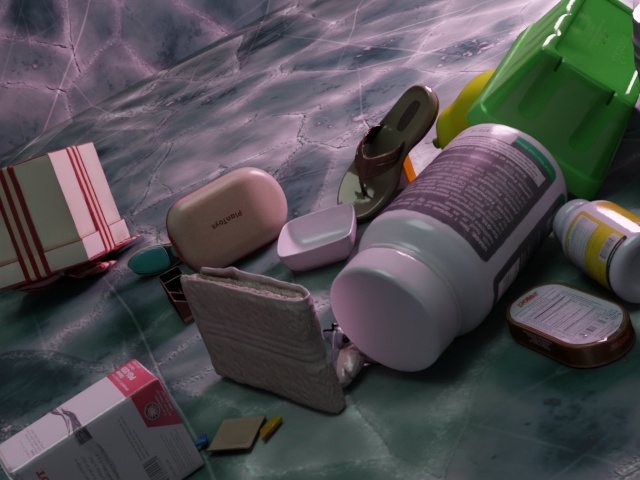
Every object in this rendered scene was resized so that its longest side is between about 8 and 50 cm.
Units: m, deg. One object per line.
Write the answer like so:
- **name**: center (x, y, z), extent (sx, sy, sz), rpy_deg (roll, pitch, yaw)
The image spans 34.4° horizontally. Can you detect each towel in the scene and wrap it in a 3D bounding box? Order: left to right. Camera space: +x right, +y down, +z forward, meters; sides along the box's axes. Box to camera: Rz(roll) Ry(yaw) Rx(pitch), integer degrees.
- **towel**: center (-0.083, 0.133, 1.450), extent (0.049, 0.187, 0.282), rpy_deg (-35, 29, -32)

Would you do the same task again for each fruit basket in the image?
- **fruit basket**: center (0.372, -0.218, 1.755), extent (0.392, 0.283, 0.392), rpy_deg (-56, -3, -5)

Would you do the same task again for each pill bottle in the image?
- **pill bottle**: center (0.183, 0.006, 1.453), extent (0.204, 0.204, 0.361), rpy_deg (2, 35, 42)
- **pill bottle**: center (0.391, 0.006, 1.396), extent (0.103, 0.103, 0.184), rpy_deg (-26, 26, -7)

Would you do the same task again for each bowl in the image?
- **bowl**: center (0.000, 0.000, 1.791), extent (0.142, 0.053, 0.142), rpy_deg (-17, 27, 13)

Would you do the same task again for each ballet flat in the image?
- **ballet flat**: center (-0.289, 0.027, 1.999), extent (0.168, 0.057, 0.052), rpy_deg (-19, -2, 0)

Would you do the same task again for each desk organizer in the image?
- **desk organizer**: center (-0.243, 0.094, 1.814), extent (0.047, 0.050, 0.130), rpy_deg (-29, 26, -11)

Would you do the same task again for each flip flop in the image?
- **flip flop**: center (0.111, -0.161, 1.846), extent (0.112, 0.080, 0.277), rpy_deg (40, 100, 35)

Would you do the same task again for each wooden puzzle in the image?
- **wooden puzzle**: center (-0.113, 0.267, 1.418), extent (0.116, 0.014, 0.078), rpy_deg (-6, 26, 31)

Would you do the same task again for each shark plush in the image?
- **shark plush**: center (0.021, 0.154, 1.480), extent (0.067, 0.073, 0.161), rpy_deg (-54, 32, 4)

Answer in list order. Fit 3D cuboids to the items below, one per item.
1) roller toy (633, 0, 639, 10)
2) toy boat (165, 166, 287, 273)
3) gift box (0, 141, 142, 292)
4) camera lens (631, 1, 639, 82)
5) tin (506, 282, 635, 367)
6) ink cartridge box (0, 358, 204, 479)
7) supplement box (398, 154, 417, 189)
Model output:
- **roller toy**: center (0.675, -0.393, 1.882), extent (0.209, 0.146, 0.191), rpy_deg (-12, 36, 9)
- **toy boat**: center (-0.176, -0.039, 1.933), extent (0.231, 0.151, 0.151), rpy_deg (-29, 6, -13)
- **gift box**: center (-0.536, -0.043, 2.102), extent (0.255, 0.258, 0.276), rpy_deg (-16, 7, 18)
- **camera lens**: center (0.577, -0.225, 1.487), extent (0.219, 0.274, 0.219), rpy_deg (-19, 26, 10)
- **tin**: center (0.321, 0.106, 1.342), extent (0.106, 0.040, 0.189), rpy_deg (-29, 26, -22)
- **ink cartridge box**: center (-0.288, 0.285, 1.357), extent (0.218, 0.159, 0.092), rpy_deg (-33, 28, -21)
- **supplement box**: center (0.123, -0.126, 1.921), extent (0.098, 0.062, 0.036), rpy_deg (-6, 31, 30)
